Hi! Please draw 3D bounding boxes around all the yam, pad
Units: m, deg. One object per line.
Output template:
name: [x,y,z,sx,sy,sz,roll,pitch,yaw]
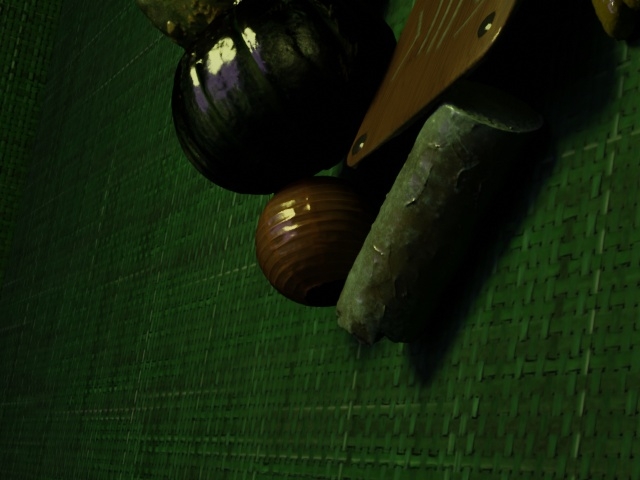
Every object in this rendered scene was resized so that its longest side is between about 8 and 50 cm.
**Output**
yam: [0.098,-0.017,1.238,0.093,0.093,0.259,-108,38,-53]
pad: [0.131,-0.221,1.261,0.284,0.018,0.286,-37,26,58]

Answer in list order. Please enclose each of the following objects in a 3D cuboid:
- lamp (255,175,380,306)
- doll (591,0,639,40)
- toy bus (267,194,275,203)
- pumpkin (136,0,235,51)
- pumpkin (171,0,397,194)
lamp: [0.000,0.000,1.405,0.136,0.136,0.136,-166,90,-68]
doll: [0.234,-0.263,1.093,0.137,0.097,0.209,67,-168,-74]
toy bus: [-0.049,-0.047,1.691,0.037,0.031,0.083,122,154,-58]
pumpkin: [-0.091,-0.351,1.612,0.257,0.291,0.327,177,91,-65]
pumpkin: [-0.038,-0.164,1.446,0.250,0.250,0.216,-47,62,50]
